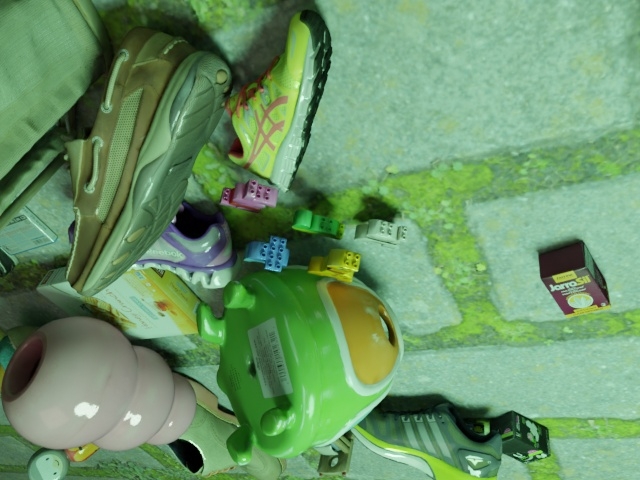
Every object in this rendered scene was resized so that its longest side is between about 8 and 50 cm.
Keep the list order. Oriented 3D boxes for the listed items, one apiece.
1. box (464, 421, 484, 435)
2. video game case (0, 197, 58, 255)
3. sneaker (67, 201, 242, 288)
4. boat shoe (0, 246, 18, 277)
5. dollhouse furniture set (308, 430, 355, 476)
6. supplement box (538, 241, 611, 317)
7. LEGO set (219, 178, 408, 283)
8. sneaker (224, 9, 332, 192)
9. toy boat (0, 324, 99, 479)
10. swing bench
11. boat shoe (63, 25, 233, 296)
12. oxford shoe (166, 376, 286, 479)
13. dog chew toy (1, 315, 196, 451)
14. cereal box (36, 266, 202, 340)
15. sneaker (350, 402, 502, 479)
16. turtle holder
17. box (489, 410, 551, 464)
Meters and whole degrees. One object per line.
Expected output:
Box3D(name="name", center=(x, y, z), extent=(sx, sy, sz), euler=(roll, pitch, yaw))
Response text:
Box3D(name="box", center=(0.264, 0.391, 1.015), extent=(0.094, 0.027, 0.137), euler=(4, 136, 15))
Box3D(name="video game case", center=(-0.504, -0.046, 0.809), extent=(0.119, 0.015, 0.166), euler=(-12, 130, 28))
Box3D(name="sneaker", center=(-0.222, -0.012, 0.710), extent=(0.237, 0.095, 0.104), euler=(9, 130, 1))
Box3D(name="boat shoe", center=(-0.560, 0.011, 0.867), extent=(0.046, 0.038, 0.125), euler=(-8, 132, 24))
Box3D(name="dollhouse furniture set", center=(-0.044, 0.362, 1.005), extent=(0.184, 0.129, 0.129), euler=(-17, 127, 31))
Box3D(name="supplement box", center=(0.308, 0.049, 0.637), extent=(0.055, 0.043, 0.083), euler=(-22, 124, 36))
Box3D(name="LEGO set", center=(0.000, 0.000, 0.592), extent=(0.227, 0.087, 0.093), euler=(13, 168, -17))
Box3D(name="sneaker", center=(-0.051, -0.136, 0.530), extent=(0.094, 0.081, 0.208), euler=(21, 137, -2))
Box3D(name="toy boat", center=(-0.530, 0.311, 1.007), extent=(0.318, 0.148, 0.267), euler=(37, 145, 33))
Box3D(name="swing bench", center=(-0.339, -0.120, 0.508), extent=(0.165, 0.253, 0.255), euler=(36, 134, -20))
Box3D(name="boat shoe", center=(-0.216, -0.080, 0.584), extent=(0.116, 0.123, 0.324), euler=(34, 110, 0))
Box3D(name="oxford shoe", center=(-0.229, 0.453, 1.141), extent=(0.140, 0.146, 0.397), euler=(-25, 124, 34))
Box3D(name="dog chew toy", center=(-0.349, 0.261, 0.897), extent=(0.207, 0.206, 0.332), euler=(-17, 144, 31))
Box3D(name="cereal box", center=(-0.328, 0.102, 0.881), extent=(0.240, 0.047, 0.173), euler=(-12, 132, 26))
Box3D(name="sneaker", center=(0.181, 0.336, 0.936), extent=(0.300, 0.121, 0.111), euler=(20, -178, 16))
Box3D(name="turtle holder", center=(-0.028, 0.174, 0.725), extent=(0.227, 0.243, 0.320), euler=(-8, 135, -31))
Box3D(name="box", center=(0.350, 0.348, 0.925), extent=(0.083, 0.052, 0.062), euler=(29, 135, -12))
